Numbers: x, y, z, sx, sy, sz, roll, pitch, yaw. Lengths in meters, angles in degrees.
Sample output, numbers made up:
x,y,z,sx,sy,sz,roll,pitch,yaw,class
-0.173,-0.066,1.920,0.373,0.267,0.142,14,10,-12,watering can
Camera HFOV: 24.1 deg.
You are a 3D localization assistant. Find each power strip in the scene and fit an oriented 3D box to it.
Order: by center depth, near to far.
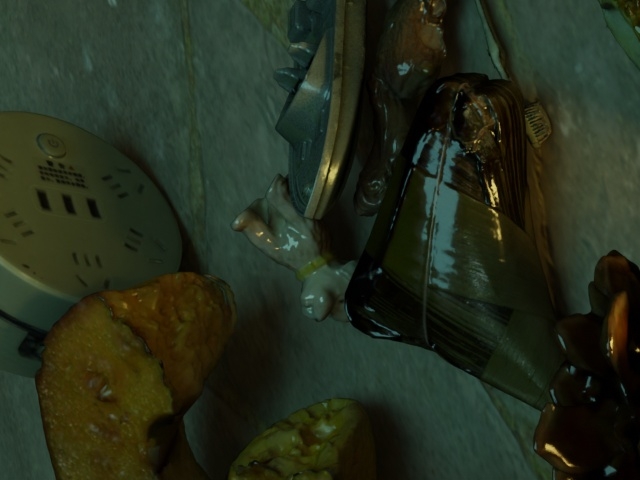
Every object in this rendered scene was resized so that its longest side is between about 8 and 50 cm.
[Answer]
x,y,z,sx,sy,sz,roll,pitch,yaw,class
-0.350,0.010,1.915,0.161,0.357,0.357,-50,57,33,power strip

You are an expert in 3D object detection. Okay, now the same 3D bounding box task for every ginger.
x,y,z,sx,sy,sz,roll,pitch,yaw,class
0.096,-0.163,1.662,0.122,0.084,0.290,14,91,59,ginger

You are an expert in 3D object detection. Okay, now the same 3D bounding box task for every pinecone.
x,y,z,sx,sy,sz,roll,pitch,yaw,class
0.382,0.150,1.219,0.384,0.384,0.384,-1,89,44,pinecone

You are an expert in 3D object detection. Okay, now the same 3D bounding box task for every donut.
x,y,z,sx,sy,sz,roll,pitch,yaw,class
-0.136,0.254,1.766,0.435,0.163,0.377,41,125,11,donut

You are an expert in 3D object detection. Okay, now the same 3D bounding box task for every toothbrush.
x,y,z,sx,sy,sz,roll,pitch,yaw,class
0.184,-0.229,1.622,0.028,0.026,0.294,-29,69,20,toothbrush

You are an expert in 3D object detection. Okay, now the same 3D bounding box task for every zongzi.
x,y,z,sx,sy,sz,roll,pitch,yaw,class
0.202,0.011,1.533,0.317,0.154,0.289,31,117,24,zongzi

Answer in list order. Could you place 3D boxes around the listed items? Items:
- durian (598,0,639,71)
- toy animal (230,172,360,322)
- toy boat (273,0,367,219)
x,y,z,sx,sy,sz,roll,pitch,yaw,class
0.342,-0.198,1.439,0.252,0.144,0.139,56,163,21,durian
-0.003,0.007,1.768,0.185,0.184,0.104,43,106,-1,toy animal
-0.003,-0.156,1.679,0.141,0.092,0.319,126,153,-51,toy boat
